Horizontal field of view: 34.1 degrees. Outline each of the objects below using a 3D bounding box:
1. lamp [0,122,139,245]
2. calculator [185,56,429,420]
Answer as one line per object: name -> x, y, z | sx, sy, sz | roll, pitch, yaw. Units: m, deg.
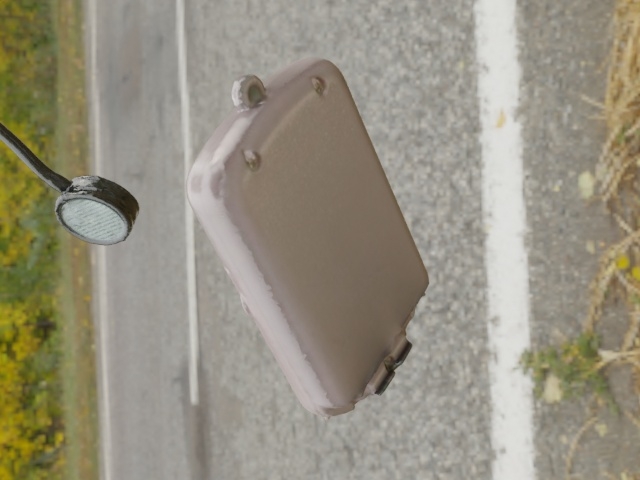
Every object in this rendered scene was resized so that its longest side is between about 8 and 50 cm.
lamp -> -0.291, -0.143, 0.850 | 0.130, 0.371, 0.108 | -43, 23, 46
calculator -> 0.000, 0.000, 0.471 | 0.032, 0.100, 0.175 | 4, 132, 38
